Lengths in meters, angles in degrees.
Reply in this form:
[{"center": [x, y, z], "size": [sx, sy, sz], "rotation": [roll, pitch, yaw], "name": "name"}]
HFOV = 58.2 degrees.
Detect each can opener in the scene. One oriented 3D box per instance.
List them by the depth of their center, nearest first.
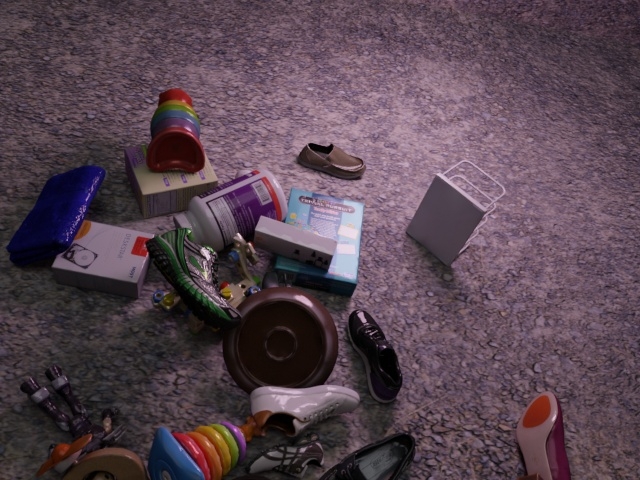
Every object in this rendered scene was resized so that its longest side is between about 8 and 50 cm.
[{"center": [-0.122, 0.217, 1.639], "size": [0.095, 0.076, 0.283], "rotation": [9, 52, -19], "name": "can opener"}]

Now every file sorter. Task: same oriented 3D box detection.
[{"center": [0.450, -0.093, 1.908], "size": [0.193, 0.277, 0.173], "rotation": [43, 51, 19], "name": "file sorter"}]

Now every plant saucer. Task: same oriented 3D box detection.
[{"center": [-0.106, 0.275, 1.521], "size": [0.311, 0.050, 0.310], "rotation": [0, 81, -2], "name": "plant saucer"}]

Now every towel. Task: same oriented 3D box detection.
[{"center": [-0.758, -0.082, 1.646], "size": [0.228, 0.076, 0.308], "rotation": [-16, 45, 24], "name": "towel"}]

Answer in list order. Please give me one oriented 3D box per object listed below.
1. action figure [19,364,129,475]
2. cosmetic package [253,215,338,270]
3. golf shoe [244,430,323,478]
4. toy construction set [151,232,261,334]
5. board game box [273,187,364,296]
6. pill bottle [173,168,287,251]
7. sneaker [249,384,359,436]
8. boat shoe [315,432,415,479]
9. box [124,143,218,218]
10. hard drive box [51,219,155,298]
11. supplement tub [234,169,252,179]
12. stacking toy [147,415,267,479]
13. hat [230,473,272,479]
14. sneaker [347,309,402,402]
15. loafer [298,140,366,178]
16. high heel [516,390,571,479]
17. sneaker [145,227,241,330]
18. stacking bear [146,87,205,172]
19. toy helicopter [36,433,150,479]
[{"center": [-0.577, 0.426, 1.356], "size": [0.285, 0.099, 0.185], "rotation": [45, 48, 16], "name": "action figure"}, {"center": [-0.075, 0.010, 1.699], "size": [0.239, 0.098, 0.060], "rotation": [18, 56, 2], "name": "cosmetic package"}, {"center": [-0.082, 0.540, 1.399], "size": [0.198, 0.077, 0.093], "rotation": [-15, 64, -19], "name": "golf shoe"}, {"center": [-0.290, 0.137, 1.628], "size": [0.215, 0.151, 0.328], "rotation": [41, 65, 18], "name": "toy construction set"}, {"center": [0.000, 0.000, 1.842], "size": [0.254, 0.079, 0.335], "rotation": [12, 50, -4], "name": "board game box"}, {"center": [-0.274, -0.083, 1.757], "size": [0.323, 0.181, 0.181], "rotation": [-27, 63, -20], "name": "pill bottle"}, {"center": [-0.032, 0.441, 1.455], "size": [0.291, 0.105, 0.123], "rotation": [3, 41, -18], "name": "sneaker"}, {"center": [0.104, 0.572, 1.396], "size": [0.340, 0.113, 0.127], "rotation": [-19, 60, -26], "name": "boat shoe"}, {"center": [-0.482, -0.207, 1.859], "size": [0.243, 0.117, 0.213], "rotation": [-15, 57, -25], "name": "box"}, {"center": [-0.610, 0.050, 1.642], "size": [0.233, 0.089, 0.181], "rotation": [11, 51, -6], "name": "hard drive box"}, {"center": [-0.252, -0.176, 1.922], "size": [0.071, 0.071, 0.107], "rotation": [3, 51, -12], "name": "supplement tub"}, {"center": [-0.241, 0.491, 1.363], "size": [0.175, 0.165, 0.302], "rotation": [37, 33, 28], "name": "stacking toy"}, {"center": [-0.198, 0.660, 1.205], "size": [0.331, 0.331, 0.133], "rotation": [-35, 106, -33], "name": "hat"}, {"center": [0.166, 0.300, 1.619], "size": [0.107, 0.124, 0.283], "rotation": [-8, 55, -21], "name": "sneaker"}, {"center": [0.047, -0.294, 2.079], "size": [0.252, 0.087, 0.094], "rotation": [11, 51, -6], "name": "loafer"}, {"center": [0.619, 0.593, 1.545], "size": [0.181, 0.127, 0.377], "rotation": [47, 46, -13], "name": "high heel"}, {"center": [-0.309, 0.088, 1.490], "size": [0.146, 0.134, 0.343], "rotation": [-34, 67, -22], "name": "sneaker"}, {"center": [-0.460, -0.371, 1.825], "size": [0.176, 0.164, 0.288], "rotation": [0, 47, -15], "name": "stacking bear"}, {"center": [-0.548, 0.535, 1.212], "size": [0.356, 0.234, 0.140], "rotation": [-17, 16, -6], "name": "toy helicopter"}]
